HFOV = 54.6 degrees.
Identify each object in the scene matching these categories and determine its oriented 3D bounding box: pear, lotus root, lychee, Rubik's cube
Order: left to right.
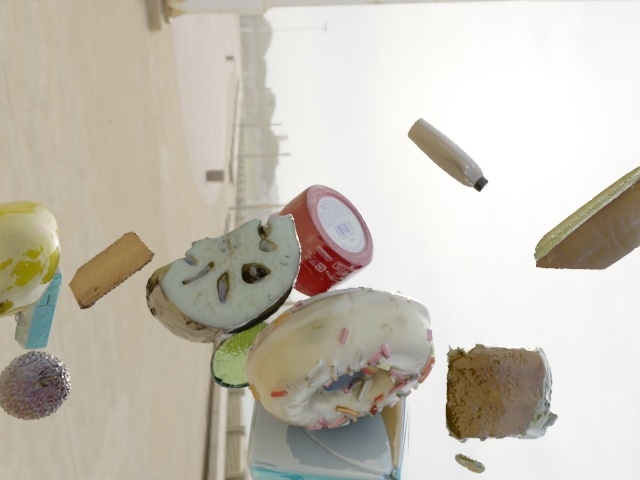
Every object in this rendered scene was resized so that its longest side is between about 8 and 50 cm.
[{"bbox_3d":[-0.758,0.037,1.502,0.336,0.284,0.285,-39,134,-53],"label":"pear"},{"bbox_3d":[-0.677,0.344,1.472,0.197,0.165,0.165,-22,-112,52],"label":"lychee"},{"bbox_3d":[-0.122,0.059,0.882,0.138,0.234,0.119,61,-21,4],"label":"lotus root"},{"bbox_3d":[0.036,0.448,1.482,0.352,0.352,0.347,83,14,-52],"label":"Rubik's cube"}]

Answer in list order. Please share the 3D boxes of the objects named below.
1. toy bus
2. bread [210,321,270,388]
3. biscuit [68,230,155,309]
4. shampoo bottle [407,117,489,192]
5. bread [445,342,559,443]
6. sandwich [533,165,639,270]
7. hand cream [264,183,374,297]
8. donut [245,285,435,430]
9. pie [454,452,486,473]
[{"bbox_3d":[-0.825,0.188,1.818,0.109,0.091,0.262,31,-70,39],"label":"toy bus"},{"bbox_3d":[-0.199,0.309,1.695,0.033,0.228,0.229,42,-38,46],"label":"bread"},{"bbox_3d":[-0.571,0.074,1.675,0.237,0.232,0.013,30,-25,53],"label":"biscuit"},{"bbox_3d":[0.349,-0.226,1.676,0.257,0.078,0.127,43,2,15],"label":"shampoo bottle"},{"bbox_3d":[0.450,0.384,1.558,0.225,0.279,0.250,54,37,-75],"label":"bread"},{"bbox_3d":[0.493,-0.027,1.075,0.258,0.096,0.094,-42,-168,26],"label":"sandwich"},{"bbox_3d":[0.000,0.000,1.369,0.149,0.230,0.230,-35,-135,31],"label":"hand cream"},{"bbox_3d":[0.044,0.238,1.184,0.383,0.382,0.142,93,-18,-52],"label":"donut"},{"bbox_3d":[0.393,0.586,1.631,0.020,0.084,0.084,-58,168,-27],"label":"pie"}]
